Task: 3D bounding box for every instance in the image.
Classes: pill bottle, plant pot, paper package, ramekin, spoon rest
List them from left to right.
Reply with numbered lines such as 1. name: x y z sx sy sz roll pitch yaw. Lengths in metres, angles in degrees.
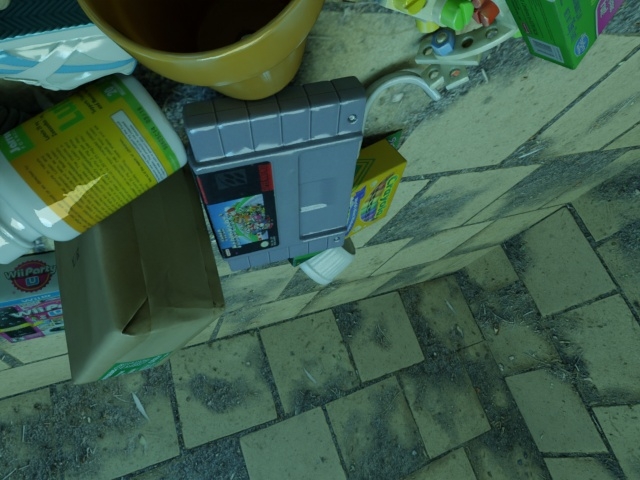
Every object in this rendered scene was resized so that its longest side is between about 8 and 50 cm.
1. pill bottle: -0.302 -0.086 0.507 0.245 0.136 0.136 -39 166 -16
2. paper package: -0.325 0.051 0.711 0.168 0.310 0.325 -1 155 -41
3. plant pot: -0.087 -0.230 0.397 0.205 0.205 0.188 -22 177 4
4. ramekin: 0.000 0.000 1.084 0.109 0.207 0.207 -37 157 16
5. spoon rest: 0.070 -0.205 0.742 0.276 0.137 0.084 -34 119 15

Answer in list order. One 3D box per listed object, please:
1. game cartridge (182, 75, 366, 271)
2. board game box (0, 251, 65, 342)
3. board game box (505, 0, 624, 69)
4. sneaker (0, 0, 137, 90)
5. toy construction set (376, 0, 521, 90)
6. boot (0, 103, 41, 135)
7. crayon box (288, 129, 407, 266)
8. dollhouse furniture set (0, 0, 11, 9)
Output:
1. game cartridge: -0.061 -0.070 0.640 0.230 0.068 0.355 -17 151 -12
2. board game box: -0.627 0.132 0.957 0.224 0.098 0.303 -11 158 -26
3. board game box: 0.298 -0.362 0.388 0.242 0.064 0.317 6 121 -52
4. sneaker: -0.302 -0.191 0.417 0.228 0.087 0.092 -13 162 -15
5. toy construction set: 0.186 -0.301 0.514 0.215 0.151 0.327 -52 160 13
6. boot: -0.465 -0.107 0.500 0.246 0.084 0.161 -22 167 8
7. crayon box: 0.060 -0.090 0.911 0.323 0.083 0.203 -30 156 -22
8. dollhouse furniture set: -0.380 -0.148 0.283 0.242 0.212 0.161 15 147 -16
